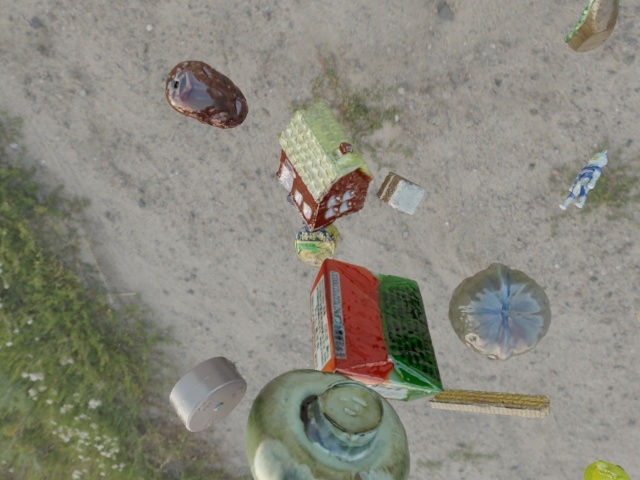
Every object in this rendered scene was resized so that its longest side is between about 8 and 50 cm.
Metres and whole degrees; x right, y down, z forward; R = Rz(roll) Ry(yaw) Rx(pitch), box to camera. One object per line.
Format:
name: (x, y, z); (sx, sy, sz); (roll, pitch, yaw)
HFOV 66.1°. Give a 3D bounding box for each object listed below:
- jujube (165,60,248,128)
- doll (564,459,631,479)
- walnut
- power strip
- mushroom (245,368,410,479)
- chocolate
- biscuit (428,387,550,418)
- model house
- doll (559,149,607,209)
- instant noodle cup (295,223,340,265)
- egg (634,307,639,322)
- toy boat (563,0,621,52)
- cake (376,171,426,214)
jujube: (-0.154, -0.201, 0.690); (0.077, 0.077, 0.129); (-30, 154, 29)
doll: (0.610, 0.568, 1.074); (0.098, 0.135, 0.241); (-4, 123, 1)
walnut: (0.452, 0.182, 1.254); (0.248, 0.248, 0.249); (6, 126, 8)
power strip: (-0.232, 0.322, 1.038); (0.078, 0.154, 0.154); (43, 134, 29)
mushroom: (0.015, 0.415, 1.014); (0.351, 0.352, 0.261); (20, 123, -2)
chocolate: (0.140, 0.259, 1.380); (0.341, 0.360, 0.161); (17, 135, -24)
biscuit: (0.556, 0.539, 1.634); (0.378, 0.054, 0.094); (-3, 145, 23)
model house: (0.012, -0.173, 1.094); (0.159, 0.196, 0.254); (-21, 159, -19)
doll: (0.869, -0.204, 1.611); (0.057, 0.114, 0.227); (36, 84, -3)
instant noodle cup: (0.000, 0.000, 1.734); (0.151, 0.122, 0.152); (9, 113, 21)
egg: (0.490, 0.099, 0.670); (0.096, 0.080, 0.080); (26, 135, 36)
toy boat: (0.685, -0.551, 1.226); (0.108, 0.293, 0.099); (-14, 82, 14)
cake: (0.323, -0.185, 1.978); (0.135, 0.147, 0.135); (19, 111, -25)
